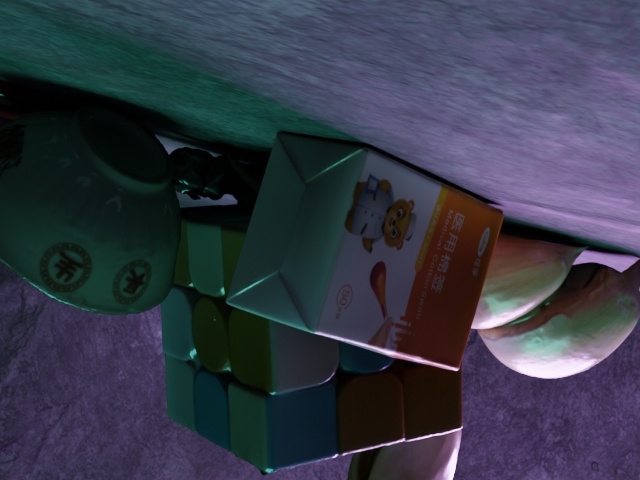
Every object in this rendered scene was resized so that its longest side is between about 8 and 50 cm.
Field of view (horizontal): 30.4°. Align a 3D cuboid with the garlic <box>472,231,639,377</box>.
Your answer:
[{"bbox_3d":[0.318,0.077,1.821,0.249,0.286,0.313,-31,-157,-19],"label":"garlic"}]

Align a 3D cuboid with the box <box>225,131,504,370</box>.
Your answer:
[{"bbox_3d":[0.069,0.021,1.464,0.143,0.225,0.341,15,177,40],"label":"box"}]

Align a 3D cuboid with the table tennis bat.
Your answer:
[{"bbox_3d":[-0.395,-0.181,1.712,0.310,0.038,0.200,15,174,-19],"label":"table tennis bat"}]

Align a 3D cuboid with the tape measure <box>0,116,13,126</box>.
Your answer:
[{"bbox_3d":[-0.559,-0.166,1.883,0.231,0.149,0.245,18,-177,-19],"label":"tape measure"}]

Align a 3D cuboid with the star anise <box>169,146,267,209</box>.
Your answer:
[{"bbox_3d":[-0.127,-0.089,1.722,0.230,0.081,0.262,15,177,-32],"label":"star anise"}]

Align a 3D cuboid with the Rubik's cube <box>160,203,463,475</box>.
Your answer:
[{"bbox_3d":[-0.018,0.116,1.763,0.346,0.344,0.347,-6,-171,-32],"label":"Rubik's cube"}]

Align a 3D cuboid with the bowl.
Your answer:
[{"bbox_3d":[-0.296,-0.075,1.560,0.337,0.157,0.337,33,-153,-19],"label":"bowl"}]

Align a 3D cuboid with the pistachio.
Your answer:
[{"bbox_3d":[0.141,0.368,1.886,0.166,0.288,0.197,7,147,45],"label":"pistachio"}]
